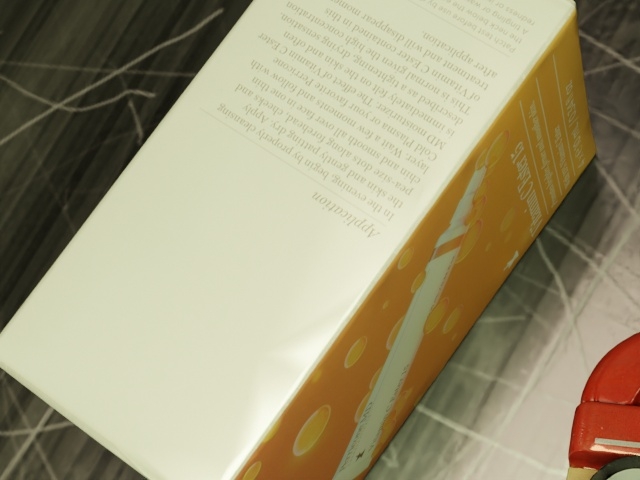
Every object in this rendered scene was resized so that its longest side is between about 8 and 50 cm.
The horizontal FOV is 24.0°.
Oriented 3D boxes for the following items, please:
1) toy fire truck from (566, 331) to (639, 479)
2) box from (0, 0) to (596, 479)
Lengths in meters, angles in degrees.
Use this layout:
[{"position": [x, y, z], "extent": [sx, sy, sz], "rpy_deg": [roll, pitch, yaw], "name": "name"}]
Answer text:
[{"position": [0.245, 0.073, 0.782], "extent": [0.217, 0.158, 0.246], "rpy_deg": [5, 60, 15], "name": "toy fire truck"}, {"position": [0.000, 0.000, 0.918], "extent": [0.168, 0.215, 0.345], "rpy_deg": [33, 82, 21], "name": "box"}]
